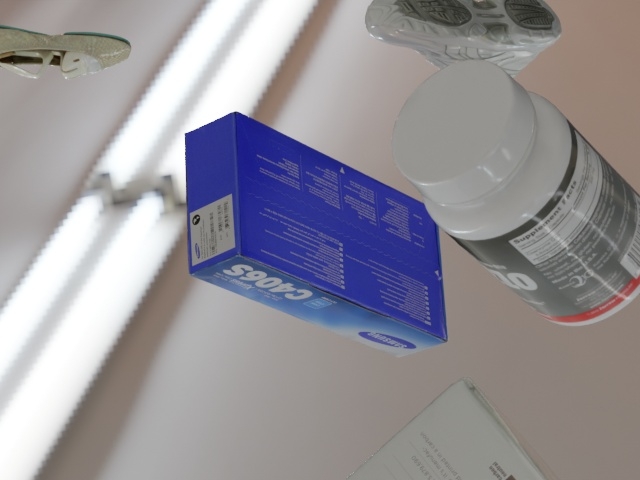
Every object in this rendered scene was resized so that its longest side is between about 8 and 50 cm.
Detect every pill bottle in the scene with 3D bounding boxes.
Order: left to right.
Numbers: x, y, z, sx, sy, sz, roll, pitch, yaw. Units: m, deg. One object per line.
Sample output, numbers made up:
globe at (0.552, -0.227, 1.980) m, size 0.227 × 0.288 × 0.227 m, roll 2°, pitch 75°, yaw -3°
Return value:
pill bottle at (0.199, -0.046, 1.920) m, size 0.161 × 0.283 × 0.161 m, roll -22°, pitch -130°, yaw 28°

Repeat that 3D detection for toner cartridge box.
toner cartridge box at (0.000, 0.000, 2.097) m, size 0.075 × 0.348 × 0.165 m, roll -20°, pitch -119°, yaw 35°

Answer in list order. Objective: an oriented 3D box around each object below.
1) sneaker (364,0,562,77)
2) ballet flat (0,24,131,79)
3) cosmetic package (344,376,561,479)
sneaker at (0.144, -0.208, 2.122) m, size 0.232 × 0.115 × 0.090 m, roll 4°, pitch -133°, yaw -27°
ballet flat at (-0.288, -0.198, 2.150) m, size 0.168 × 0.057 × 0.052 m, roll 6°, pitch -111°, yaw 12°
cosmetic package at (0.041, 0.313, 1.511) m, size 0.385 × 0.217 × 0.156 m, roll -40°, pitch -125°, yaw 2°
